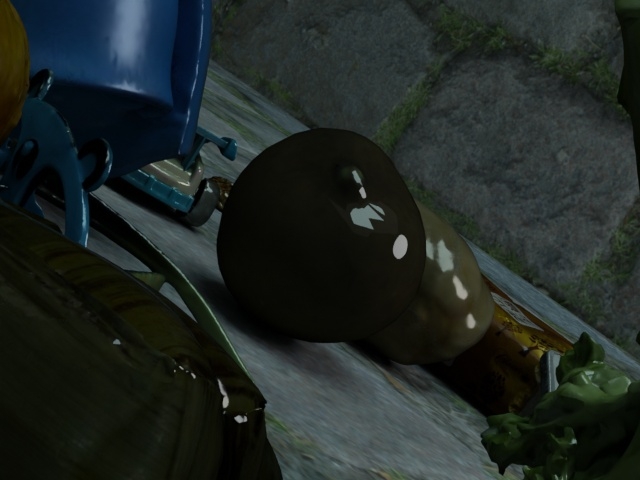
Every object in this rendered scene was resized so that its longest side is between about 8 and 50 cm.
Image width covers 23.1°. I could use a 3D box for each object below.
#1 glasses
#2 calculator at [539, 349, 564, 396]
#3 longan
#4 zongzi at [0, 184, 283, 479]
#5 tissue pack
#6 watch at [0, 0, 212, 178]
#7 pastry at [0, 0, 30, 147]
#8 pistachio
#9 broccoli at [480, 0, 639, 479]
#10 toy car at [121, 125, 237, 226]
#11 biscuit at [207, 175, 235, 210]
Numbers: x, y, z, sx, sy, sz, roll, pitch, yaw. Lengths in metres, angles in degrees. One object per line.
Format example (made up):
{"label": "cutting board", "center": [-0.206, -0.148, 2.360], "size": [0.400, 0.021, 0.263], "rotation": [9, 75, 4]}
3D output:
{"label": "glasses", "center": [-0.139, 0.023, 0.946], "size": [0.207, 0.102, 0.239], "rotation": [60, -8, -27]}
{"label": "calculator", "center": [0.299, 0.208, 1.416], "size": [0.262, 0.021, 0.161], "rotation": [29, 38, -20]}
{"label": "longan", "center": [0.000, 0.000, 1.251], "size": [0.189, 0.189, 0.189], "rotation": [32, 7, -4]}
{"label": "zongzi", "center": [-0.122, 0.047, 0.665], "size": [0.221, 0.112, 0.242], "rotation": [34, -1, 16]}
{"label": "tissue pack", "center": [0.169, 0.104, 1.569], "size": [0.226, 0.092, 0.183], "rotation": [42, 12, 34]}
{"label": "watch", "center": [-0.243, -0.170, 1.128], "size": [0.305, 0.241, 0.274], "rotation": [2, -2, 16]}
{"label": "pastry", "center": [-0.315, -0.143, 0.833], "size": [0.356, 0.163, 0.356], "rotation": [27, 1, 0]}
{"label": "pistachio", "center": [0.066, 0.026, 1.458], "size": [0.153, 0.137, 0.238], "rotation": [7, 23, -46]}
{"label": "broccoli", "center": [0.210, 0.088, 0.762], "size": [0.275, 0.397, 0.353], "rotation": [-8, 39, -40]}
{"label": "toy car", "center": [-0.153, -0.092, 1.487], "size": [0.126, 0.098, 0.161], "rotation": [31, 9, -24]}
{"label": "biscuit", "center": [-0.029, -0.004, 1.723], "size": [0.231, 0.025, 0.131], "rotation": [32, 8, 1]}
